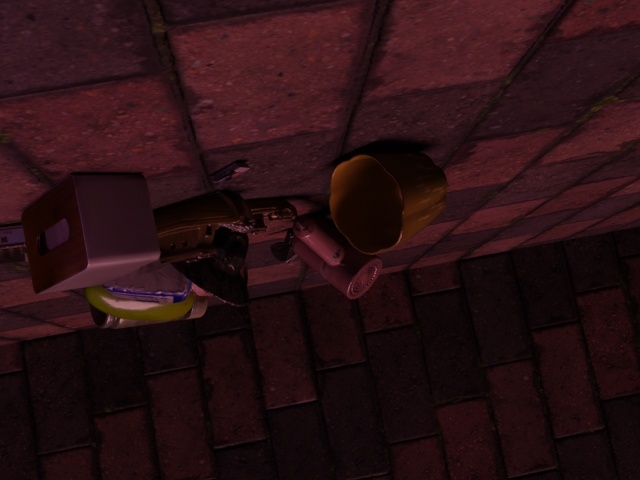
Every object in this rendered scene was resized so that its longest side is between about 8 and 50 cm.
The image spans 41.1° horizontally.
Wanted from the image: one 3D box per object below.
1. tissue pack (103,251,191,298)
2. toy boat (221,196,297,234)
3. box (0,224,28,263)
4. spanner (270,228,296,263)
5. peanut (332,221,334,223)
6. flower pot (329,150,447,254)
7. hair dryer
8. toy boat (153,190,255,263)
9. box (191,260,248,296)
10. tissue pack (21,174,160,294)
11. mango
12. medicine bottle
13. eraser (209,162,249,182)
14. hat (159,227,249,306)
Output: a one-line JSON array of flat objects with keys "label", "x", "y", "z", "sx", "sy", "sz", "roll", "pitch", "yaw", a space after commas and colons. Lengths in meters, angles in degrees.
[{"label": "tissue pack", "x": -0.416, "y": 0.078, "z": 2.081, "sx": 0.209, "sy": 0.137, "sz": 0.269, "roll": 3, "pitch": 172, "yaw": -8}, {"label": "toy boat", "x": -0.150, "y": -0.048, "z": 1.841, "sx": 0.206, "sy": 0.072, "sz": 0.064, "roll": -9, "pitch": 169, "yaw": -21}, {"label": "box", "x": -0.668, "y": 0.016, "z": 1.687, "sx": 0.324, "sy": 0.047, "sz": 0.180, "roll": -7, "pitch": 171, "yaw": -19}, {"label": "spanner", "x": 0.010, "y": 0.008, "z": 2.223, "sx": 0.325, "sy": 0.093, "sz": 0.026, "roll": -4, "pitch": -178, "yaw": 26}, {"label": "peanut", "x": 0.076, "y": -0.008, "z": 2.292, "sx": 0.214, "sy": 0.099, "sz": 0.090, "roll": -8, "pitch": 169, "yaw": -10}, {"label": "flower pot", "x": 0.144, "y": -0.088, "z": 1.643, "sx": 0.179, "sy": 0.195, "sz": 0.195, "roll": -20, "pitch": 180, "yaw": -41}, {"label": "hair dryer", "x": 0.000, "y": 0.000, "z": 2.012, "sx": 0.125, "sy": 0.210, "sz": 0.352, "roll": -50, "pitch": 153, "yaw": -2}, {"label": "toy boat", "x": -0.286, "y": -0.011, "z": 1.758, "sx": 0.321, "sy": 0.121, "sz": 0.089, "roll": -15, "pitch": 176, "yaw": 22}, {"label": "box", "x": -0.282, "y": 0.087, "z": 2.316, "sx": 0.135, "sy": 0.151, "sz": 0.151, "roll": -6, "pitch": 173, "yaw": 15}, {"label": "tissue pack", "x": -0.405, "y": -0.009, "z": 1.491, "sx": 0.136, "sy": 0.159, "sz": 0.246, "roll": -5, "pitch": 169, "yaw": -40}, {"label": "mango", "x": -0.493, "y": 0.139, "z": 2.339, "sx": 0.343, "sy": 0.156, "sz": 0.192, "roll": 7, "pitch": 146, "yaw": -47}, {"label": "medicine bottle", "x": -0.512, "y": 0.175, "z": 2.549, "sx": 0.322, "sy": 0.151, "sz": 0.151, "roll": -5, "pitch": 169, "yaw": -37}, {"label": "eraser", "x": -0.163, "y": -0.121, "z": 1.530, "sx": 0.027, "sy": 0.019, "sz": 0.099, "roll": -3, "pitch": 167, "yaw": -40}, {"label": "hat", "x": -0.232, "y": 0.018, "z": 1.921, "sx": 0.128, "sy": 0.265, "sz": 0.265, "roll": -53, "pitch": 161, "yaw": 9}]
